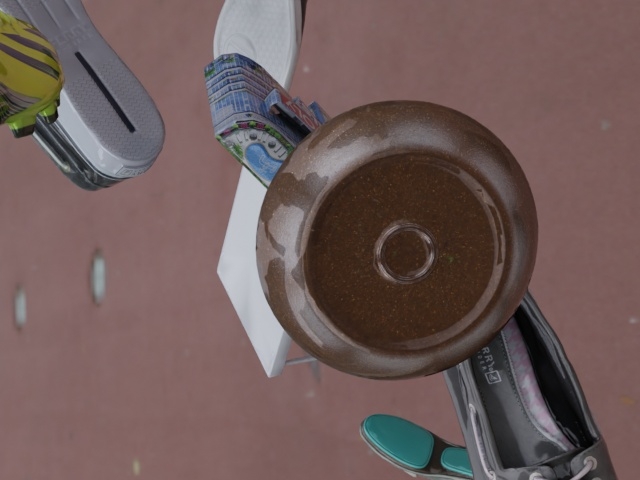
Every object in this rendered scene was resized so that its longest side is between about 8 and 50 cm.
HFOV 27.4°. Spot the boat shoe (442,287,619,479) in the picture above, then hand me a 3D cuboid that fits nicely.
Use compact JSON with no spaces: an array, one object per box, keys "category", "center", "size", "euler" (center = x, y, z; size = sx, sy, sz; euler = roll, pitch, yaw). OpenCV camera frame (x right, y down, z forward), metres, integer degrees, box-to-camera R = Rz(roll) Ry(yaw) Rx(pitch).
[{"category":"boat shoe","center":[0.173,0.153,1.107],"size":[0.095,0.112,0.335],"euler":[84,167,-54]}]

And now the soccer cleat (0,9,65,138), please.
[{"category":"soccer cleat","center":[-0.213,-0.111,0.753],"size":[0.289,0.093,0.121],"euler":[-85,-14,-73]}]

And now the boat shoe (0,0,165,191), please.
[{"category":"boat shoe","center":[-0.277,-0.186,1.201],"size":[0.119,0.121,0.335],"euler":[-29,92,43]}]

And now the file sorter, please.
[{"category":"file sorter","center":[0.000,0.000,1.679],"size":[0.193,0.173,0.278],"euler":[60,148,36]}]

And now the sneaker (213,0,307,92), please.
[{"category":"sneaker","center":[-0.033,-0.270,1.432],"size":[0.104,0.147,0.296],"euler":[14,109,26]}]

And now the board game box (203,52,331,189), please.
[{"category":"board game box","center":[-0.010,-0.062,1.119],"size":[0.060,0.194,0.194],"euler":[-39,29,12]}]

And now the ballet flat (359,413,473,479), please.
[{"category":"ballet flat","center":[0.148,0.291,1.716],"size":[0.068,0.213,0.072],"euler":[97,-165,-48]}]

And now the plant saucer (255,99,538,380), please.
[{"category":"plant saucer","center":[0.056,0.006,0.889],"size":[0.036,0.198,0.199],"euler":[-120,34,-75]}]
